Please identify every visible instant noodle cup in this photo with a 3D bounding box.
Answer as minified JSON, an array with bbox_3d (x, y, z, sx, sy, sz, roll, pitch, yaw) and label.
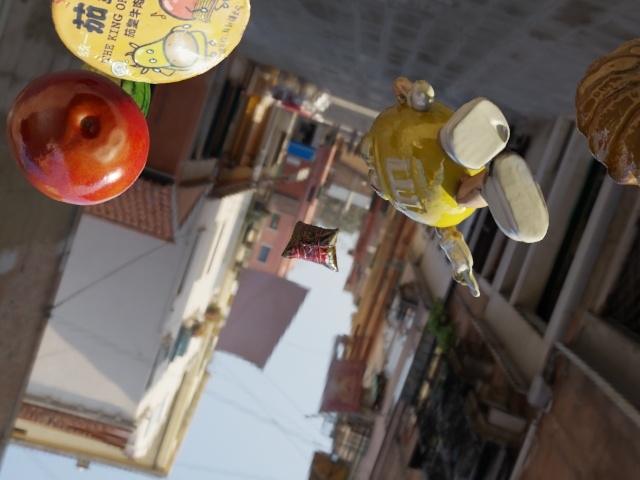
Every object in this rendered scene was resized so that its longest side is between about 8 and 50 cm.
[{"bbox_3d":[-0.197,-0.314,0.991,0.215,0.216,0.172,15,-132,-34],"label":"instant noodle cup"}]

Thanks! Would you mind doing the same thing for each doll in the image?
[{"bbox_3d":[0.197,-0.100,1.345,0.161,0.348,0.423,-23,164,-14],"label":"doll"}]

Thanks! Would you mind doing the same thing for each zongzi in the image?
[{"bbox_3d":[0.000,0.000,1.173,0.083,0.073,0.067,27,-135,1],"label":"zongzi"}]

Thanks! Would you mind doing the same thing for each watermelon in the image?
[{"bbox_3d":[-0.396,-0.253,1.617,0.127,0.232,0.204,23,-171,-41],"label":"watermelon"}]

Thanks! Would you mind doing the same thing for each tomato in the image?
[{"bbox_3d":[-0.334,-0.145,1.201,0.195,0.195,0.136,17,168,-23],"label":"tomato"}]

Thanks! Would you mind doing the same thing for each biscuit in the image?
[{"bbox_3d":[0.495,-0.176,1.115,0.325,0.107,0.326,-1,-136,1],"label":"biscuit"}]
